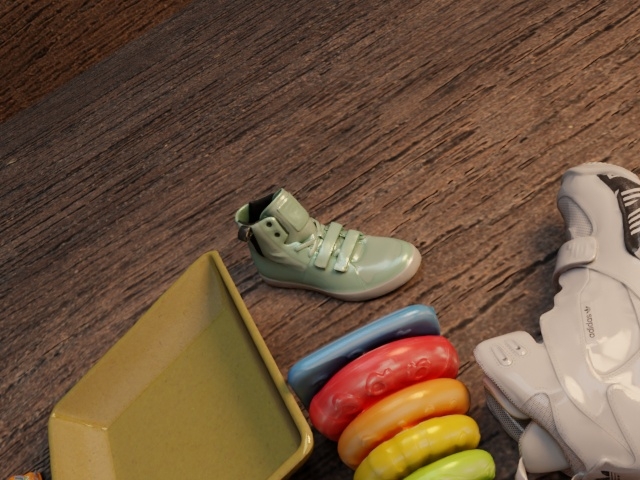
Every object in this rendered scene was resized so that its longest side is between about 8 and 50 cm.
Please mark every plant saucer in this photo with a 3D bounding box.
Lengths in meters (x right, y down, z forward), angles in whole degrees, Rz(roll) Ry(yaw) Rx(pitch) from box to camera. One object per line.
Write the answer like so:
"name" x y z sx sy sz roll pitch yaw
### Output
"plant saucer" -0.167 0.225 0.670 0.332 0.081 0.333 -44 42 6

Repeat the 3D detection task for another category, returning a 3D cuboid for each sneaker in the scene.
"sneaker" 0.253 0.072 0.583 0.210 0.137 0.366 -15 47 12
"sneaker" -0.001 0.000 0.786 0.255 0.151 0.094 -1 48 27

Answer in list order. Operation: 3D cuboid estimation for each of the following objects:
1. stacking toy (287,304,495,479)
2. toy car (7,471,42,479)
"stacking toy" 0.103 0.224 0.530 0.165 0.175 0.302 -25 54 -4
"toy car" -0.398 0.357 0.742 0.060 0.041 0.122 -21 42 9
